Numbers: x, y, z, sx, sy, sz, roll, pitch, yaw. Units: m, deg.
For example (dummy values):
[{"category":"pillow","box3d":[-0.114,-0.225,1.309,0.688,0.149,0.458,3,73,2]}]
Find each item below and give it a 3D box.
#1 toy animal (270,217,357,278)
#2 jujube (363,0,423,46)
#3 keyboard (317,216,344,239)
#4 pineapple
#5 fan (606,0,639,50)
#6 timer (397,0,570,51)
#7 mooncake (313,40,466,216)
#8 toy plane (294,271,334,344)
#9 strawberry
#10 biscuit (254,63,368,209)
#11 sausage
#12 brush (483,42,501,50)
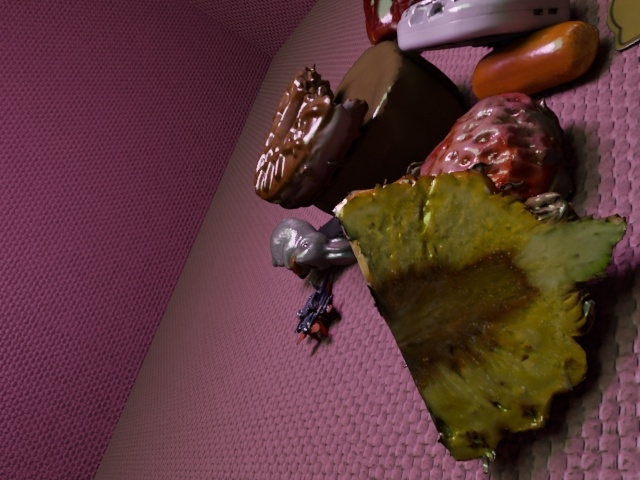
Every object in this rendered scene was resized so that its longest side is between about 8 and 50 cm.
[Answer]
[{"category":"toy animal","box3d":[-0.022,0.018,1.270,0.125,0.127,0.251,-46,25,-23]},{"category":"jujube","box3d":[0.219,-0.644,1.492,0.223,0.223,0.318,-28,46,55]},{"category":"keyboard","box3d":[0.000,0.000,1.405,0.230,0.025,0.094,-38,33,46]},{"category":"pineapple","box3d":[0.211,0.050,0.686,0.286,0.344,0.209,-26,-5,7]},{"category":"fan","box3d":[0.516,-0.399,0.745,0.335,0.011,0.230,-56,21,18]},{"category":"timer","box3d":[0.276,-0.384,0.966,0.262,0.237,0.087,18,117,60]},{"category":"mooncake","box3d":[0.124,-0.208,1.164,0.378,0.200,0.378,-53,22,32]},{"category":"toy plane","box3d":[-0.008,0.133,1.202,0.130,0.061,0.189,-42,28,42]},{"category":"strawberry","box3d":[0.210,-0.081,0.856,0.336,0.149,0.265,-37,33,49]},{"category":"biscuit","box3d":[-0.033,-0.191,1.089,0.268,0.115,0.366,-61,18,18]},{"category":"sausage","box3d":[0.336,-0.285,0.906,0.238,0.098,0.098,0,63,65]},{"category":"brush","box3d":[0.351,-0.403,1.121,0.063,0.016,0.193,-42,28,42]}]
